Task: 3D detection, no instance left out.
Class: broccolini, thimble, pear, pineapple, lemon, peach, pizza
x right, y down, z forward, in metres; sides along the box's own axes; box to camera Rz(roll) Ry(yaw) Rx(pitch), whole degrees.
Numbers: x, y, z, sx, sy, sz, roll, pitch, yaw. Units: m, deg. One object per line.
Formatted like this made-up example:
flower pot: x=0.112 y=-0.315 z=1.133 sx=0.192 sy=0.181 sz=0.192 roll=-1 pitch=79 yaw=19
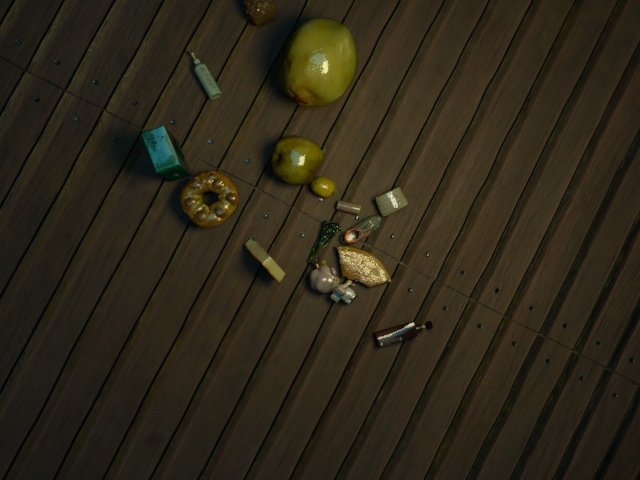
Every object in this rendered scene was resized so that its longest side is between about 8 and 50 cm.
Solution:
broccolini: x=0.009 y=0.005 z=1.834 sx=0.058 sy=0.074 sz=0.201 roll=17 pitch=110 yaw=-45
thimble: x=0.286 y=-0.155 z=1.819 sx=0.115 sy=0.102 sz=0.090 roll=-26 pitch=92 yaw=25
pear: x=-0.095 y=-0.309 z=1.748 sx=0.200 sy=0.200 sz=0.199 roll=0 pitch=90 yaw=-4
pineapple: x=-0.275 y=-0.974 z=1.778 sx=0.128 sy=0.128 sz=0.247 roll=-31 pitch=87 yaw=-4
lemon: x=0.014 y=-0.213 z=1.809 sx=0.111 sy=0.082 sz=0.081 roll=24 pitch=88 yaw=-10
peach: x=-0.009 y=-0.662 z=1.704 sx=0.282 sy=0.314 sz=0.315 roll=28 pitch=47 yaw=-17
pizza: x=0.168 y=0.107 z=1.830 sx=0.271 sy=0.056 sz=0.134 roll=21 pitch=86 yaw=-5

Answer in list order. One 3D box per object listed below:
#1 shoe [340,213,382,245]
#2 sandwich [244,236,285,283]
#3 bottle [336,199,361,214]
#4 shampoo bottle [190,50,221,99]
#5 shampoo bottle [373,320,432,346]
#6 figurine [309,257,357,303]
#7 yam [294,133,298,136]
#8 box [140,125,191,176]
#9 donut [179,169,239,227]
shoe: x=0.170 y=-0.041 z=1.820 sx=0.195 sy=0.077 sz=0.074 roll=-31 pitch=91 yaw=-3
sandwich: x=-0.211 y=0.087 z=1.788 sx=0.058 sy=0.193 sz=0.162 roll=-42 pitch=129 yaw=-7
bottle: x=0.114 y=-0.135 z=1.834 sx=0.097 sy=0.045 sz=0.045 roll=13 pitch=89 yaw=-1
shampoo bottle: x=-0.462 y=-0.657 z=1.791 sx=0.056 sy=0.056 sz=0.195 roll=-29 pitch=91 yaw=-4
shampoo bottle: x=0.337 y=0.371 z=1.834 sx=0.237 sy=0.068 sz=0.066 roll=-14 pitch=89 yaw=-5
figurine: x=0.038 y=0.174 z=1.793 sx=0.229 sy=0.137 sz=0.112 roll=36 pitch=45 yaw=1
yam: x=-0.125 y=-0.393 z=1.834 sx=0.014 sy=0.014 sz=0.107 roll=41 pitch=87 yaw=-3
box: x=-0.570 y=-0.316 z=1.686 sx=0.092 sy=0.245 sz=0.153 roll=-21 pitch=92 yaw=-7
donut: x=-0.429 y=-0.162 z=1.760 sx=0.227 sy=0.114 sz=0.226 roll=0 pitch=90 yaw=-4
